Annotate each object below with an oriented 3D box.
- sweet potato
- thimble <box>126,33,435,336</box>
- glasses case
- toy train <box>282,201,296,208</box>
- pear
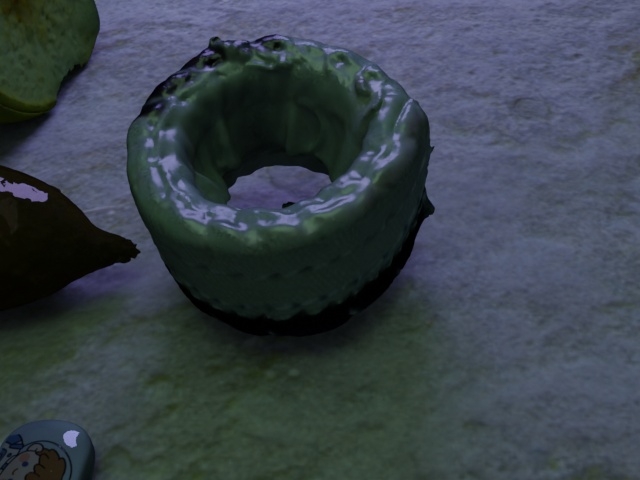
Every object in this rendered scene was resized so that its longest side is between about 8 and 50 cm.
[{"bbox_3d":[-0.345,-0.002,0.631,0.369,0.158,0.158,-7,48,-2],"label":"sweet potato"},{"bbox_3d":[-0.026,-0.047,0.607,0.237,0.150,0.237,-2,56,3],"label":"thimble"},{"bbox_3d":[-0.202,0.204,0.506,0.067,0.045,0.178,2,48,4],"label":"glasses case"},{"bbox_3d":[0.000,0.000,0.683,0.093,0.038,0.056,12,53,13],"label":"toy train"},{"bbox_3d":[-0.424,-0.241,0.837,0.281,0.176,0.286,6,44,11],"label":"pear"}]
